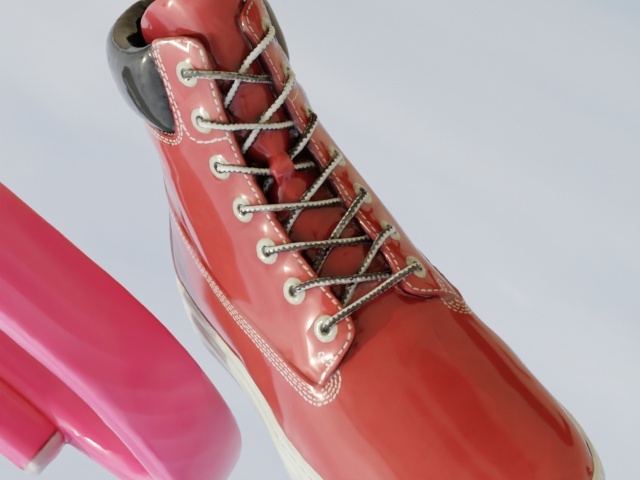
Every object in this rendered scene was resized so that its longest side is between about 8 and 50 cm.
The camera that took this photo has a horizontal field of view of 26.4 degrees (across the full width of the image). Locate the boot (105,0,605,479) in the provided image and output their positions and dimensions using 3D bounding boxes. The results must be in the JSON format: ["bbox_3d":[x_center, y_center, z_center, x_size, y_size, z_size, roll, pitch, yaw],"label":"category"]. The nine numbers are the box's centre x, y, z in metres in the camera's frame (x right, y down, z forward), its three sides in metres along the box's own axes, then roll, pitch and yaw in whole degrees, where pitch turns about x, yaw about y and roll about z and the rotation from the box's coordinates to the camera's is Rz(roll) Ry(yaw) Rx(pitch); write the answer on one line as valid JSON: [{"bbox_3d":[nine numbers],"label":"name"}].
[{"bbox_3d":[0.000,0.000,0.485,0.088,0.176,0.244,-29,-140,-20],"label":"boot"}]

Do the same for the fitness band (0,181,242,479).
[{"bbox_3d":[-0.164,0.029,0.627,0.291,0.054,0.209,39,156,-4],"label":"fitness band"}]
